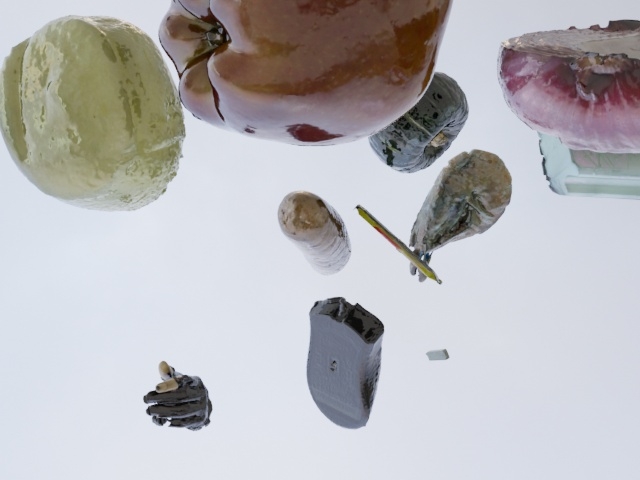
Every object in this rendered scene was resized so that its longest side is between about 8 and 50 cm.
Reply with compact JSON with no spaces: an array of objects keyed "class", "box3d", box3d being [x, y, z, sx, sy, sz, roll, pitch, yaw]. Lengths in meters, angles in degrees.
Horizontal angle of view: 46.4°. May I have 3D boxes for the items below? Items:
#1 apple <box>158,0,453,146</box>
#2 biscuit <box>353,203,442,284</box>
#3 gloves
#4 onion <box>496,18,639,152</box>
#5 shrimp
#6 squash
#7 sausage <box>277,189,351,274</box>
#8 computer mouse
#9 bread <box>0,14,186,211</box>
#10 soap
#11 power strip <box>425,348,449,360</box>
[{"class":"apple","box3d":[-0.010,-0.245,0.837,0.317,0.288,0.288,-18,-125,-28]},{"class":"biscuit","box3d":[0.195,0.008,1.864,0.292,0.026,0.048,43,-162,8]},{"class":"gloves","box3d":[-0.289,0.322,1.540,0.107,0.180,0.129,6,-108,9]},{"class":"onion","box3d":[0.319,-0.164,0.785,0.227,0.120,0.284,19,-148,32]},{"class":"shrimp","box3d":[0.396,-0.068,2.204,0.221,0.445,0.110,31,-156,-2]},{"class":"squash","box3d":[0.229,-0.275,1.744,0.252,0.252,0.165,-21,-113,-44]},{"class":"sausage","box3d":[0.003,0.000,1.767,0.136,0.501,0.123,7,-102,11]},{"class":"computer mouse","box3d":[0.049,0.207,1.328,0.147,0.264,0.088,22,-144,30]},{"class":"bread","box3d":[-0.360,-0.202,1.220,0.320,0.320,0.237,39,-156,16]},{"class":"soap","box3d":[0.508,-0.148,1.247,0.262,0.094,0.150,2,-115,-9]},{"class":"power strip","box3d":[0.306,0.300,1.957,0.017,0.083,0.027,-21,-88,-31]}]
